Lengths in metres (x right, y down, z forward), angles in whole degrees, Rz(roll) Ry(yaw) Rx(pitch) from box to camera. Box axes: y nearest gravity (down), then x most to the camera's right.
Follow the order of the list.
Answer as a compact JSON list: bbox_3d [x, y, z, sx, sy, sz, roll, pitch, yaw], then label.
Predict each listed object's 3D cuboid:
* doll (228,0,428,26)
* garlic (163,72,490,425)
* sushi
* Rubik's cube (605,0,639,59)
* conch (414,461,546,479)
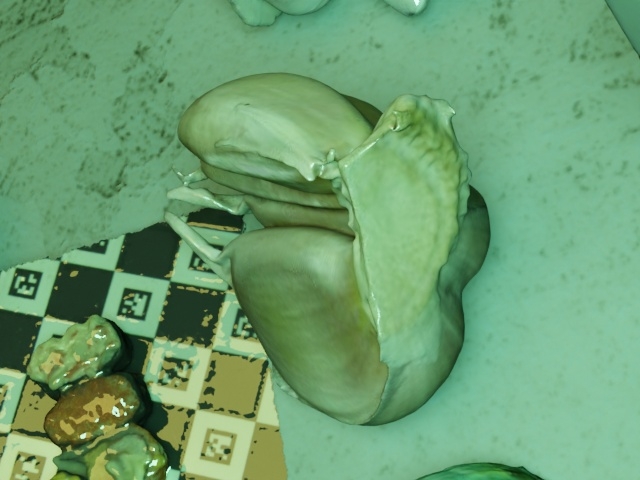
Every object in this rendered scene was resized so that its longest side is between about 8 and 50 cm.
[{"bbox_3d":[0.025,-0.239,0.974,0.293,0.119,0.138,-3,99,26],"label":"doll"},{"bbox_3d":[0.000,0.000,0.864,0.292,0.237,0.210,-3,60,63],"label":"garlic"},{"bbox_3d":[-0.166,0.123,0.970,0.264,0.050,0.290,-15,69,6],"label":"sushi"},{"bbox_3d":[0.398,-0.152,0.634,0.344,0.346,0.347,35,92,31],"label":"Rubik's cube"},{"bbox_3d":[0.083,0.243,0.812,0.175,0.122,0.188,-8,75,-1],"label":"conch"}]
